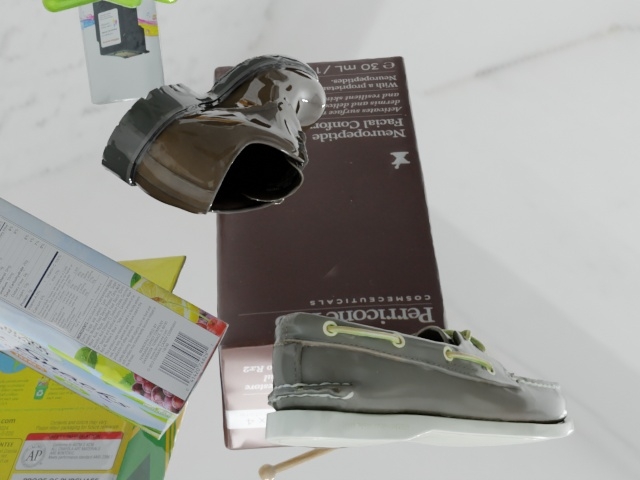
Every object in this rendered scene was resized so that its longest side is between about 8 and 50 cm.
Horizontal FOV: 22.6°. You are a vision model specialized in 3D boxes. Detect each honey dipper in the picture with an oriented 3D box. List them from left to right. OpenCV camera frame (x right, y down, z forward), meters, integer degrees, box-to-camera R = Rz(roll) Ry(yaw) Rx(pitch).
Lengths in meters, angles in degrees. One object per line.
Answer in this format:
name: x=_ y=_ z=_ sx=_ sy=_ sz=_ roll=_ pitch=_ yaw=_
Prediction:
honey dipper: x=0.013 y=0.205 z=1.604 sx=0.160 sy=0.030 sz=0.030 roll=-21 pitch=-134 yaw=-5

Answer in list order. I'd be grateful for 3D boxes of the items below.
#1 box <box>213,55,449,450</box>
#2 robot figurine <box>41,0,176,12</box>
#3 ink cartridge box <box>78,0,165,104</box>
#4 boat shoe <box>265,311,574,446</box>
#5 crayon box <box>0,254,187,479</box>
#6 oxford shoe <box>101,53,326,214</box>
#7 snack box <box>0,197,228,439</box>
box: x=0.000 y=0.000 z=1.441 sx=0.191 sy=0.143 sz=0.381 roll=-4 pitch=-136 yaw=-2
robot figurine: x=-0.128 y=-0.171 z=0.896 sx=0.115 sy=0.101 sz=0.067 roll=16 pitch=-143 yaw=-3
ink cartridge box: x=-0.190 y=-0.233 z=1.488 sx=0.072 sy=0.175 sz=0.127 roll=-7 pitch=-146 yaw=-6
boat shoe: x=0.083 y=0.107 z=1.191 sx=0.305 sy=0.109 sz=0.091 roll=7 pitch=-103 yaw=-44
crayon box: x=-0.235 y=0.166 z=1.524 sx=0.202 sy=0.081 sz=0.318 roll=-3 pitch=-128 yaw=26
oxford shoe: x=-0.046 y=-0.059 z=1.043 sx=0.096 sy=0.083 sz=0.227 roll=35 pitch=-150 yaw=12
snack box: x=-0.169 y=0.041 z=0.999 sx=0.207 sy=0.174 sz=0.070 roll=28 pitch=-105 yaw=-4
